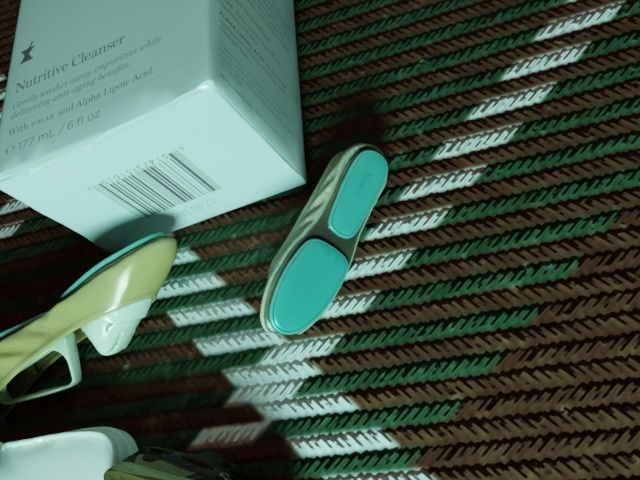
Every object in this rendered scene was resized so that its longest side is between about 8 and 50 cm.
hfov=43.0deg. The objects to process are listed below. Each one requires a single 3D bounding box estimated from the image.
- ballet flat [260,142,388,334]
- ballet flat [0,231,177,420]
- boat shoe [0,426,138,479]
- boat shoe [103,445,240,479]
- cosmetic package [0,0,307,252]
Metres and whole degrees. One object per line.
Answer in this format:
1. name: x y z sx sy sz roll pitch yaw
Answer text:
1. ballet flat: 0.000 0.000 0.627 0.168 0.057 0.052 -59 26 -15
2. ballet flat: -0.203 0.078 0.684 0.232 0.080 0.073 -31 82 13
3. boat shoe: -0.273 0.202 0.599 0.277 0.096 0.098 -21 55 -2
4. boat shoe: -0.081 0.171 0.567 0.152 0.056 0.049 8 36 25
5. cosmetic package: -0.146 -0.208 0.743 0.217 0.156 0.385 -20 58 20
